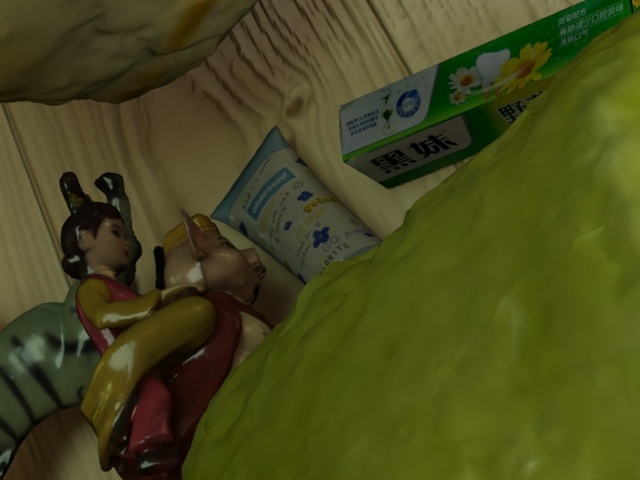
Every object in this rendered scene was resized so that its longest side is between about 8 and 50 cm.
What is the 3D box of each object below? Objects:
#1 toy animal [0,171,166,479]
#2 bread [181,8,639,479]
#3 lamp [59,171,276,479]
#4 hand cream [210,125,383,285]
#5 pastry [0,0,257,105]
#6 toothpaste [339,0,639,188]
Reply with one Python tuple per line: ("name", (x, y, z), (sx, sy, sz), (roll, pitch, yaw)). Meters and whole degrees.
("toy animal", (-0.164, 0.083, 1.098), (0.217, 0.073, 0.176), (-33, 58, 18))
("bread", (0.127, 0.113, 0.666), (0.308, 0.348, 0.348), (-34, 51, 32))
("lamp", (-0.071, 0.066, 0.998), (0.118, 0.118, 0.253), (-30, 54, 26))
("hand cream", (0.000, 0.000, 1.019), (0.065, 0.043, 0.171), (-54, 42, 5))
("pastry", (-0.190, -0.257, 1.076), (0.313, 0.388, 0.388), (-9, 64, 40))
("toothpaste", (0.093, -0.076, 0.976), (0.178, 0.043, 0.037), (-21, 60, 31))
